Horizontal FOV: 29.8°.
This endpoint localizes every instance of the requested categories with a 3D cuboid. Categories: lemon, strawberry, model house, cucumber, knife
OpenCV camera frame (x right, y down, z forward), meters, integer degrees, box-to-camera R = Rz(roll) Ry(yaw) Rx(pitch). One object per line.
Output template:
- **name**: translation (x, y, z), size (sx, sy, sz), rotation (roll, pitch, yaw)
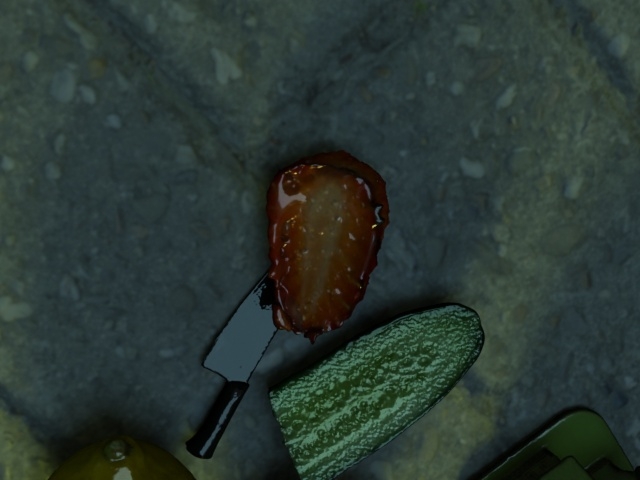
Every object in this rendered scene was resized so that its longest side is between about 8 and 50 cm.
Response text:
- **lemon**: translation (-0.190, 0.297, 1.157), size (0.187, 0.187, 0.244), rotation (-6, 105, -15)
- **strawberry**: translation (0.000, 0.000, 1.178), size (0.121, 0.082, 0.188), rotation (16, 110, 4)
- **model house**: translation (0.302, 0.346, 1.276), size (0.218, 0.279, 0.205), rotation (-37, 113, -4)
- **cucumber**: translation (0.062, 0.148, 1.245), size (0.244, 0.063, 0.115), rotation (-30, 89, -3)
- **knife**: translation (-0.082, 0.114, 1.215), size (0.060, 0.028, 0.230), rotation (27, 95, -21)
